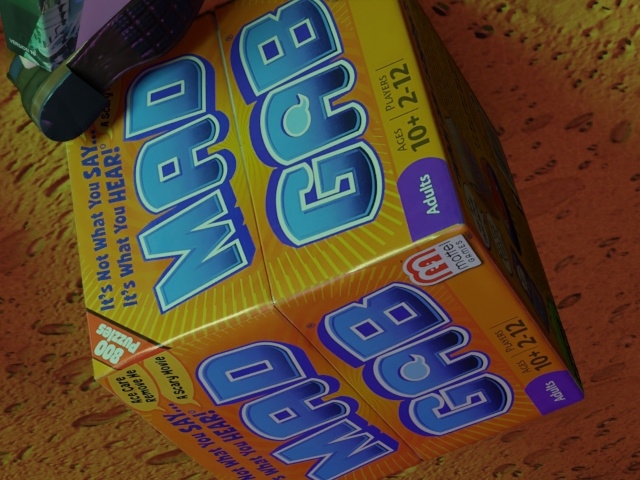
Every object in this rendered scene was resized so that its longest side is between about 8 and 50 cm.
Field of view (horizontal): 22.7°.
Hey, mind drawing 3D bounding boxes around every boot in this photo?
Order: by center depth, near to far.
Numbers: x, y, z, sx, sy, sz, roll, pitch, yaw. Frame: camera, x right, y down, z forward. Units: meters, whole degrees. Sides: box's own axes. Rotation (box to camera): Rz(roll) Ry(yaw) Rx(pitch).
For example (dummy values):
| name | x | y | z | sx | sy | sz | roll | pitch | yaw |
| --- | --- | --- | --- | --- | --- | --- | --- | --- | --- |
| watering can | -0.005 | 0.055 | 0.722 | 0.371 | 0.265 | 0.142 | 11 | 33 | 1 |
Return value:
| name | x | y | z | sx | sy | sz | roll | pitch | yaw |
| --- | --- | --- | --- | --- | --- | --- | --- | --- | --- |
| boot | -0.204 | -0.200 | 1.492 | 0.219 | 0.106 | 0.082 | -45 | 137 | -5 |

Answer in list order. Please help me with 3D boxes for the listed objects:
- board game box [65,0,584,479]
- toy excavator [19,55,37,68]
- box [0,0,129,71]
| name | x | y | z | sx | sy | sz | roll | pitch | yaw |
| --- | --- | --- | --- | --- | --- | --- | --- | --- | --- |
| board game box | 0.000 | 0.000 | 1.569 | 0.356 | 0.356 | 0.356 | -23 | 143 | 13 |
| toy excavator | -0.458 | -0.084 | 1.434 | 0.433 | 0.222 | 0.445 | -9 | 143 | -28 |
| box | -0.172 | -0.316 | 1.228 | 0.058 | 0.232 | 0.322 | 28 | 148 | 20 |
